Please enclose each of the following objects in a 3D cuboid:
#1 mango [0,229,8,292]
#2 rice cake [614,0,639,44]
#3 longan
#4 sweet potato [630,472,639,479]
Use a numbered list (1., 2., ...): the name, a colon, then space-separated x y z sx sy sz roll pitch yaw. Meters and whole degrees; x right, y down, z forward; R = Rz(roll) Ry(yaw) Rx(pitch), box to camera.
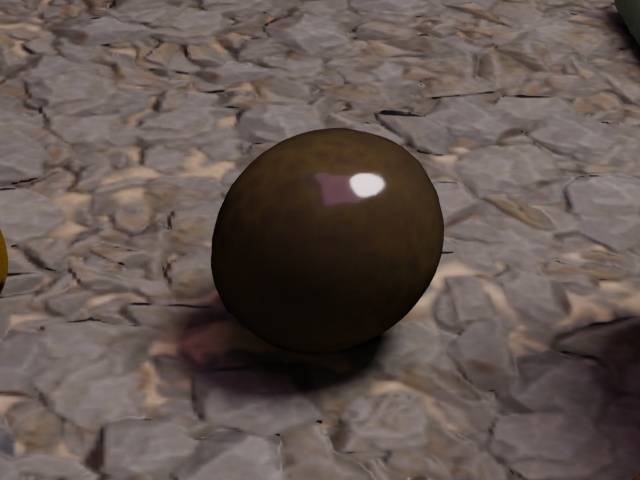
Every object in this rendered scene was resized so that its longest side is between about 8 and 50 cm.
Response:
1. mango: -0.228 -0.011 0.796 0.190 0.075 0.098 7 46 -2
2. rice cake: 0.248 -0.098 1.014 0.127 0.043 0.237 -2 31 -10
3. longan: 0.000 0.000 0.787 0.113 0.092 0.113 -38 17 14
4. sweet potato: 0.097 0.128 0.615 0.078 0.058 0.255 9 30 42
